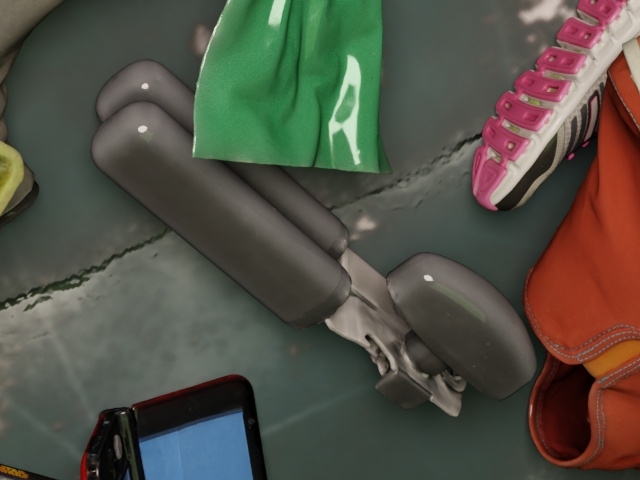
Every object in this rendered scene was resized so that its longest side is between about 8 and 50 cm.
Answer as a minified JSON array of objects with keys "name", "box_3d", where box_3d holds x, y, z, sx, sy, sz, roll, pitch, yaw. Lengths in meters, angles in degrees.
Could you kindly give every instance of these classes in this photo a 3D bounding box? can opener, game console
[{"name":"can opener","box_3d":[0.000,0.000,0.839,0.280,0.074,0.093,37,118,-28]},{"name":"game console","box_3d":[-0.072,0.161,0.859,0.085,0.124,0.144,-9,102,2]}]

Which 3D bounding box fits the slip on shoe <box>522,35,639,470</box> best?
[{"name":"slip on shoe","box_3d":[0.164,0.026,0.856,0.101,0.123,0.331,-12,142,-5]}]

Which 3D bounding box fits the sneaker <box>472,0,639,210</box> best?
[{"name":"sneaker","box_3d":[0.154,-0.077,0.870,0.075,0.063,0.170,36,93,-24]}]

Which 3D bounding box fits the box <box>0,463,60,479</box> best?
[{"name":"box","box_3d":[-0.154,0.184,0.895,0.137,0.027,0.094,22,102,-27]}]

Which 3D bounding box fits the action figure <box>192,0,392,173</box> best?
[{"name":"action figure","box_3d":[-0.009,-0.151,0.753,0.137,0.063,0.232,2,95,-51]}]

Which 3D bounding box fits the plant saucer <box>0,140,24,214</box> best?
[{"name":"plant saucer","box_3d":[-0.253,-0.002,0.671,0.188,0.045,0.188,30,93,-35]}]

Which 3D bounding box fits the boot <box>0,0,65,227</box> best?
[{"name":"boot","box_3d":[-0.164,-0.083,0.753,0.246,0.083,0.161,-21,130,-9]}]
